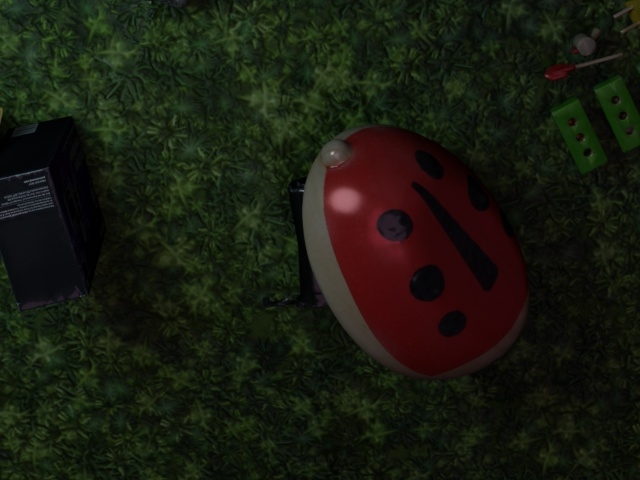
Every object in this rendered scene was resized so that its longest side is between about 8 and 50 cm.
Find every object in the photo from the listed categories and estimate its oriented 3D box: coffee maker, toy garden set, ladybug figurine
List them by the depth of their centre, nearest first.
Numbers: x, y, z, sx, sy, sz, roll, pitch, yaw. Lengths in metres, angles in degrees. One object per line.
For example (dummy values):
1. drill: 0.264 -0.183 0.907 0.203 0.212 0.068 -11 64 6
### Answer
1. ladybug figurine: 0.149 0.019 1.871 0.449 0.162 0.305 45 63 -35
2. toy garden set: 0.437 -0.241 1.934 0.244 0.049 0.204 -28 111 7
3. coffee maker: 0.000 0.000 1.941 0.171 0.120 0.178 -12 101 -21

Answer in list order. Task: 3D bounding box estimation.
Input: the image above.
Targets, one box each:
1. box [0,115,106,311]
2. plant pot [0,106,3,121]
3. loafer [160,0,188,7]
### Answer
1. box: -0.371 -0.043 1.839 0.103 0.261 0.184 -11 111 0
2. plant pot: -0.484 -0.139 1.825 0.081 0.081 0.083 20 135 -22
3. loafer: -0.264 -0.416 1.812 0.251 0.094 0.087 37 79 -24
